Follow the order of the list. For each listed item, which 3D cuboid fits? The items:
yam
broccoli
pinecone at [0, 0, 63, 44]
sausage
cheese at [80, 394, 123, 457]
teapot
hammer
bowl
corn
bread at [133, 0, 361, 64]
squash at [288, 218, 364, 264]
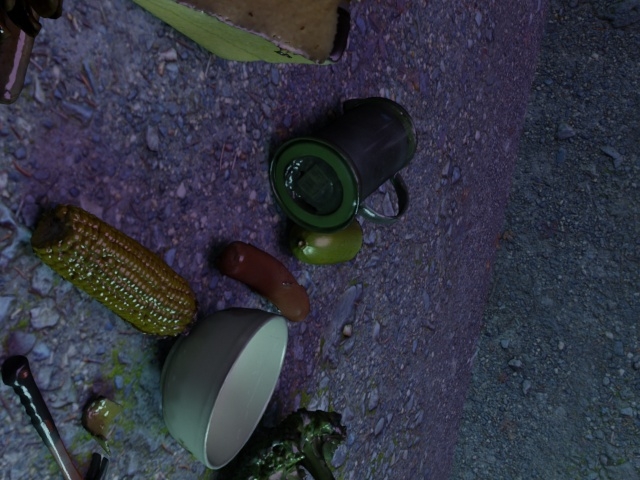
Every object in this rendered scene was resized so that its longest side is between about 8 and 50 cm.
[{"bbox_3d":[-0.361,-0.291,0.841,0.046,0.046,0.263,15,86,-60],"label":"yam"},{"bbox_3d":[-0.044,0.531,1.418,0.375,0.302,0.249,-64,-175,-33],"label":"broccoli"},{"bbox_3d":[-0.371,-0.287,0.659,0.309,0.244,0.244,-43,135,-30],"label":"pinecone"},{"bbox_3d":[-0.101,0.078,1.359,0.326,0.079,0.087,44,50,-56],"label":"sausage"},{"bbox_3d":[-0.335,0.287,1.060,0.060,0.041,0.084,65,15,-57],"label":"cheese"},{"bbox_3d":[0.085,-0.154,1.448,0.270,0.200,0.337,48,42,0],"label":"teapot"},{"bbox_3d":[-0.384,0.283,0.990,0.111,0.033,0.287,-46,136,-42],"label":"hammer"},{"bbox_3d":[-0.177,0.232,1.184,0.277,0.145,0.277,18,90,-73],"label":"bowl"},{"bbox_3d":[-0.284,0.053,1.016,0.318,0.115,0.115,51,56,-52],"label":"corn"},{"bbox_3d":[-0.103,-0.463,1.065,0.405,0.242,0.345,33,68,-61],"label":"bread"},{"bbox_3d":[0.000,0.000,1.470,0.187,0.123,0.123,-9,106,-56],"label":"squash"}]
